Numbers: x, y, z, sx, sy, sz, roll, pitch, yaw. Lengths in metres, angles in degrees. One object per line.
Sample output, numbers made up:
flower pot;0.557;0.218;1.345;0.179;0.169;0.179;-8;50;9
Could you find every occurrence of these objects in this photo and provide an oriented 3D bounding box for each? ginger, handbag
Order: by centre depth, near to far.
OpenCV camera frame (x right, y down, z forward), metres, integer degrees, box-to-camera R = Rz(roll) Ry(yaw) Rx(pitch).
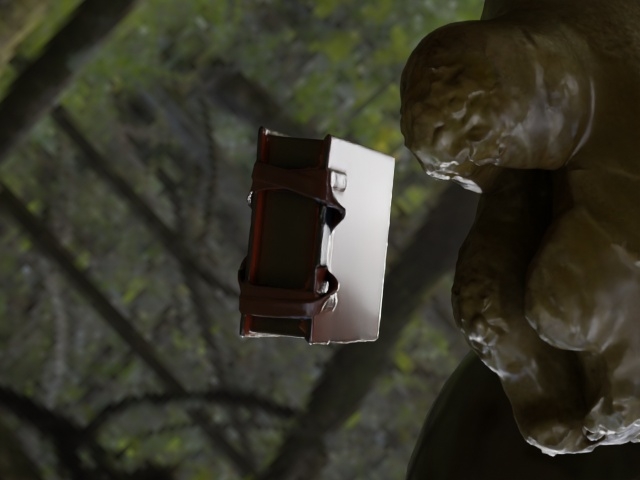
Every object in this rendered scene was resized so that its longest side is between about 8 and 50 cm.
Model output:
ginger;0.109;-0.072;1.006;0.236;0.375;0.166;-7;149;-29
handbag;0.000;0.000;1.208;0.063;0.127;0.190;6;180;13

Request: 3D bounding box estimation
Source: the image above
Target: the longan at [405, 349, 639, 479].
longan;0.232;0.203;1.458;0.404;0.336;0.404;-57;166;-22
